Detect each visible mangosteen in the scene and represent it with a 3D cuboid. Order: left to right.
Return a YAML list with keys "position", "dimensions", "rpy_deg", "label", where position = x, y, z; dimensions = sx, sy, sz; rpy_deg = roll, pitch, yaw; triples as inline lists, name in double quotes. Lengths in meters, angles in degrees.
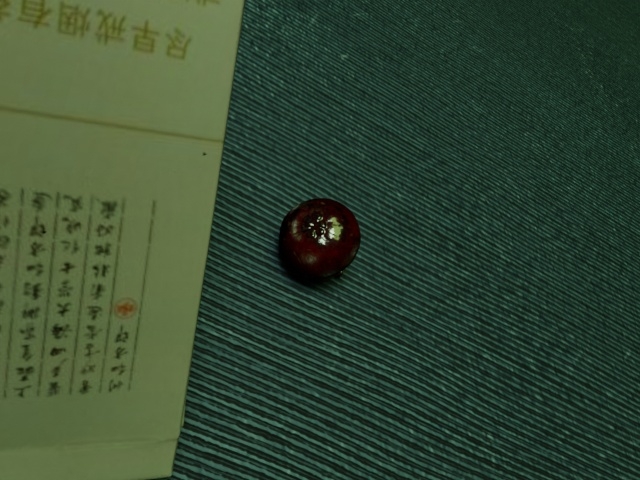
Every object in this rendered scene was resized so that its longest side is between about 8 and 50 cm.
- position: [-0.001, -0.001, 0.575]
  dimensions: [0.081, 0.081, 0.081]
  rpy_deg: [16, 52, -22]
  label: "mangosteen"

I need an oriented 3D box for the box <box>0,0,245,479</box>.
- position: [-0.163, -0.024, 0.340]
  dimensions: [0.204, 0.365, 0.051]
  rpy_deg: [4, 13, -30]
  label: "box"
